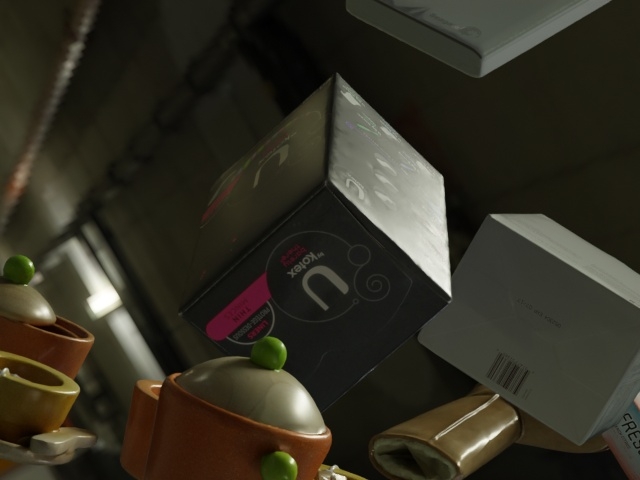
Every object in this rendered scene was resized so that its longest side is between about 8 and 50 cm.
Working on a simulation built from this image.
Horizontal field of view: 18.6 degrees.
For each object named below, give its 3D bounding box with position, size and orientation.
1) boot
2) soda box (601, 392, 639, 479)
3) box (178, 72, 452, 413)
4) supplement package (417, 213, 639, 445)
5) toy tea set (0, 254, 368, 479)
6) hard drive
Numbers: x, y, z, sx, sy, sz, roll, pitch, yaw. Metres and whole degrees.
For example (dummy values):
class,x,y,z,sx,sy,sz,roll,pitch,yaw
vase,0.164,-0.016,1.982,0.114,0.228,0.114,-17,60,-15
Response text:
class,x,y,z,sx,sy,sz,roll,pitch,yaw
boot,0.230,0.256,2.494,0.236,0.269,0.089,4,-76,33
soda box,0.361,0.216,2.251,0.183,0.058,0.063,58,25,-16
box,0.000,0.000,1.590,0.143,0.165,0.270,43,17,-15
supplement package,0.236,0.083,1.946,0.194,0.149,0.203,33,12,17
toy tea set,-0.098,0.083,1.134,0.336,0.124,0.200,23,6,27
hard drive,0.207,-0.297,2.255,0.203,0.307,0.040,31,-44,32
